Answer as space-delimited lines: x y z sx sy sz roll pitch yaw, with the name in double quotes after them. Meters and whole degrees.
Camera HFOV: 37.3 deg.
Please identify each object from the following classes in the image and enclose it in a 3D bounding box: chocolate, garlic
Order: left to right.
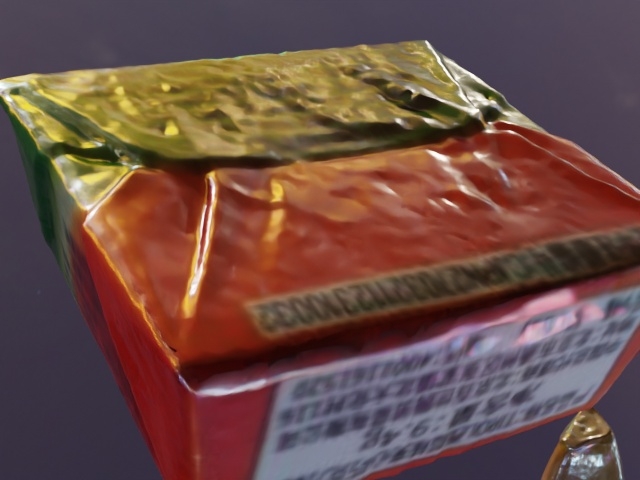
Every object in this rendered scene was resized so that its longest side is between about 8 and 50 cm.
0.000 0.000 0.644 0.360 0.162 0.341 -11 -143 -27 "chocolate"
0.297 0.342 1.118 0.143 0.112 0.318 -15 -66 -43 "garlic"
